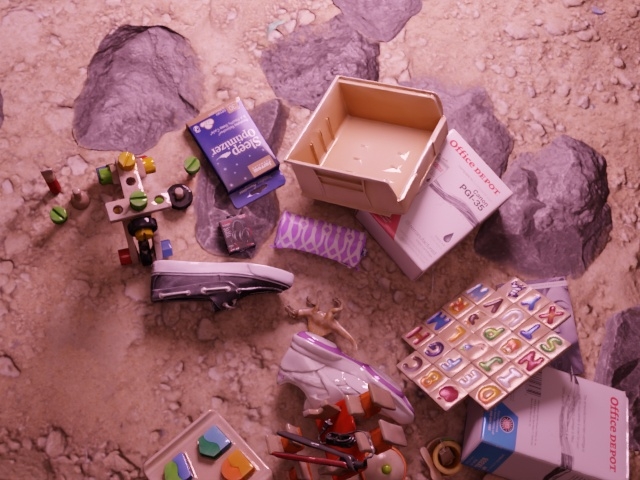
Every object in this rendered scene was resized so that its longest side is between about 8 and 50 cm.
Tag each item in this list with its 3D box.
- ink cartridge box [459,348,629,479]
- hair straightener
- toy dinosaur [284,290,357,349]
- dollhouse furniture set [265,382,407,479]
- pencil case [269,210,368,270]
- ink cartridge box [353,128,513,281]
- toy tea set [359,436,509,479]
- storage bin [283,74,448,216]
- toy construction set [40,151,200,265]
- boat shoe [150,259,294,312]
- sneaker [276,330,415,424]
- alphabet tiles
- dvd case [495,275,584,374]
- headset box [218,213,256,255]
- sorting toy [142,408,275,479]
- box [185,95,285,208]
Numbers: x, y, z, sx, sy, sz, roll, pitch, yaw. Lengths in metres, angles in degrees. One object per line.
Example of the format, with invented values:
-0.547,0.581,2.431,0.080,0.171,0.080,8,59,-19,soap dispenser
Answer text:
0.465,0.388,1.810,0.307,0.129,0.223,18,50,-2,ink cartridge box
0.008,0.380,1.647,0.047,0.230,0.089,26,69,-45,hair straightener
0.017,0.168,1.881,0.183,0.053,0.092,24,80,17,toy dinosaur
0.054,0.442,1.713,0.262,0.135,0.259,-31,57,22,dollhouse furniture set
0.000,0.000,1.908,0.206,0.086,0.088,16,98,-2,pencil case
0.249,-0.081,1.940,0.283,0.117,0.207,-40,83,-14,ink cartridge box
0.225,0.501,1.785,0.336,0.124,0.200,-9,77,-10,toy tea set
0.105,-0.203,1.873,0.260,0.123,0.262,14,58,26,storage bin
-0.421,-0.097,1.793,0.309,0.237,0.257,10,75,-5,toy construction set
-0.208,0.102,1.839,0.301,0.108,0.102,3,75,-4,boat shoe
0.050,0.317,1.834,0.305,0.114,0.152,30,92,1,sneaker
0.341,0.211,1.837,0.342,0.011,0.285,-34,41,-14,alphabet tiles
0.491,0.197,1.954,0.164,0.018,0.221,-6,76,-9,dvd case
-0.183,-0.017,1.911,0.062,0.032,0.083,-17,80,-11,headset box
-0.225,0.462,1.742,0.193,0.038,0.208,-39,61,-18,sorting toy
-0.186,-0.198,1.956,0.136,0.036,0.225,-30,83,-14,box
